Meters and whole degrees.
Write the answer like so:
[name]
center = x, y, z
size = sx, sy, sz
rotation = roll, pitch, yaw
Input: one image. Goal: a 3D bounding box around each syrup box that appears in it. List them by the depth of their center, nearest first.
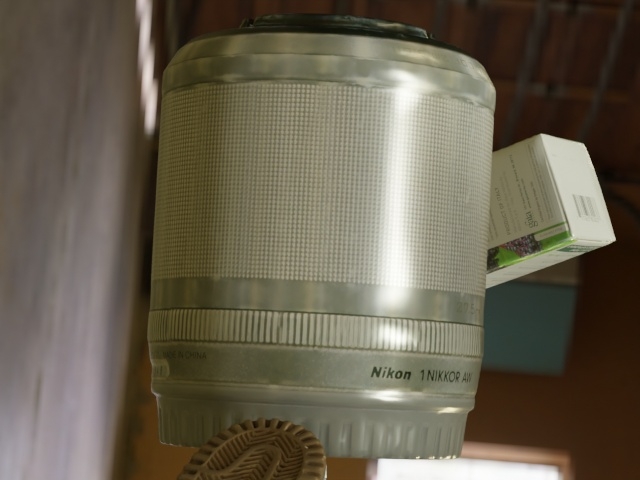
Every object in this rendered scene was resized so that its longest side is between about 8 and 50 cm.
[syrup box]
center = 0.117, -0.005, 1.601
size = 0.093, 0.237, 0.096
rotation = 5, 66, -59

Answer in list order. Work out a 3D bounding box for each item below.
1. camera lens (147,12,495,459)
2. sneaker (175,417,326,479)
[camera lens]
center = 0.000, 0.000, 1.228
size = 0.219, 0.219, 0.274
rotation = 101, -7, -86
[sneaker]
center = -0.079, 0.235, 0.986
size = 0.282, 0.099, 0.153
rotation = -47, 146, -42
